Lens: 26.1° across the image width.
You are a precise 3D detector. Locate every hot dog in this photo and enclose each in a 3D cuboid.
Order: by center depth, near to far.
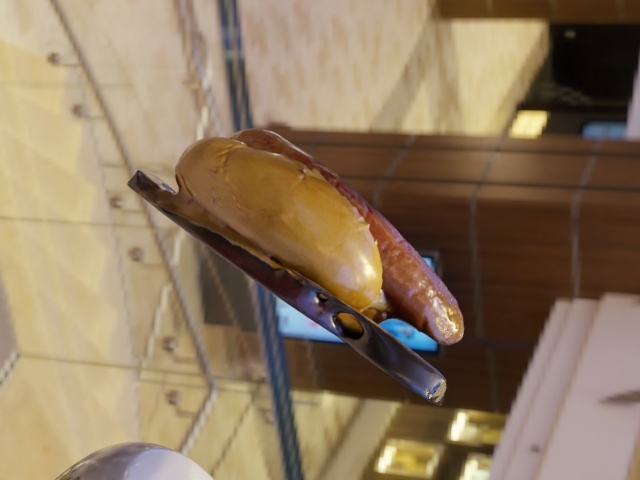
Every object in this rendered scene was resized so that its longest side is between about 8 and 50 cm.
[{"bbox_3d":[-0.003,-0.002,1.149,0.107,0.326,0.194,-55,172,1],"label":"hot dog"}]

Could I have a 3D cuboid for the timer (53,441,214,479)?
[{"bbox_3d":[-0.240,0.382,1.534,0.285,0.285,0.285,4,90,-68],"label":"timer"}]
